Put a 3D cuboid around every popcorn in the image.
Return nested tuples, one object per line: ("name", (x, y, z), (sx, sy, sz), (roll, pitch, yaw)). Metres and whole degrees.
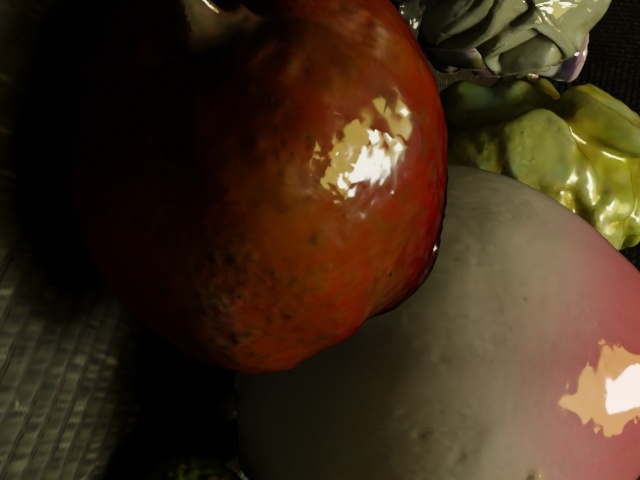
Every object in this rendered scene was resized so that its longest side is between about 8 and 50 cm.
("popcorn", (0.245, -0.063, 1.332), (0.293, 0.292, 0.334), (-60, -168, 20))

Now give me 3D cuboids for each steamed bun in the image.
("steamed bun", (0.207, -0.249, 1.230), (0.218, 0.211, 0.144), (-11, 104, -30))
("steamed bun", (0.111, 0.093, 0.767), (0.309, 0.310, 0.309), (8, 90, -76))

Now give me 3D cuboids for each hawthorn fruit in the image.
("hawthorn fruit", (-0.033, -0.048, 0.586), (0.249, 0.215, 0.215), (75, 27, -60))

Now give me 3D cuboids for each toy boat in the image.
("toy boat", (-0.074, 0.213, 0.904), (0.096, 0.034, 0.122), (-45, 142, -58))

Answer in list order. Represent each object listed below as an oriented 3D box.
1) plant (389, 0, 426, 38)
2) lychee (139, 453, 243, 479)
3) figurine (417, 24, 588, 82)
("plant", (0.008, -0.191, 0.819), (0.131, 0.143, 0.203), (84, 8, -71))
("lychee", (-0.082, 0.209, 0.705), (0.114, 0.114, 0.146), (10, 82, -76))
("figurine", (0.248, -0.379, 1.422), (0.211, 0.253, 0.361), (22, 83, -58))
